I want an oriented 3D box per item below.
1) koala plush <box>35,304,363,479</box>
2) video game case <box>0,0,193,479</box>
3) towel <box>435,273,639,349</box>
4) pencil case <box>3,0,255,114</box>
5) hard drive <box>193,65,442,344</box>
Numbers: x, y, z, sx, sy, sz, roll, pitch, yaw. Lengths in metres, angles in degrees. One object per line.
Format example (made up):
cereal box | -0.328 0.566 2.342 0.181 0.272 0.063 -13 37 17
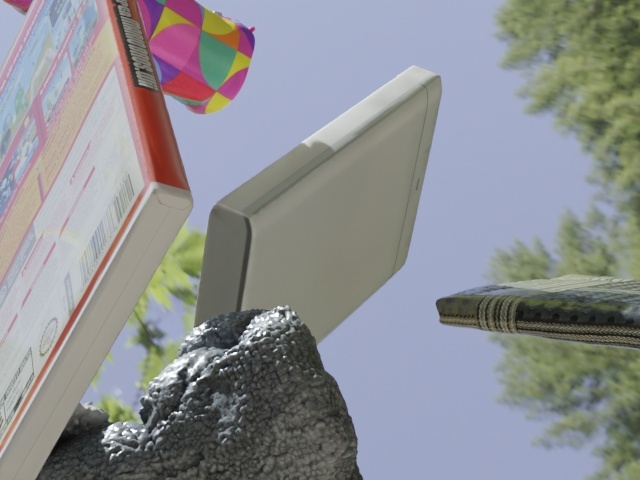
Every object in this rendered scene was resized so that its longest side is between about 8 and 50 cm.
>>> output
koala plush | -0.096 0.152 0.985 0.221 0.203 0.196 -19 -98 -12
video game case | -0.146 -0.033 0.840 0.025 0.285 0.204 16 -57 -28
towel | 0.312 0.074 1.434 0.324 0.312 0.056 -5 -83 -58
pencil case | -0.167 -0.200 1.349 0.236 0.104 0.104 29 -88 -35
hard drive | 0.000 0.000 1.422 0.353 0.047 0.233 -38 -34 -50
